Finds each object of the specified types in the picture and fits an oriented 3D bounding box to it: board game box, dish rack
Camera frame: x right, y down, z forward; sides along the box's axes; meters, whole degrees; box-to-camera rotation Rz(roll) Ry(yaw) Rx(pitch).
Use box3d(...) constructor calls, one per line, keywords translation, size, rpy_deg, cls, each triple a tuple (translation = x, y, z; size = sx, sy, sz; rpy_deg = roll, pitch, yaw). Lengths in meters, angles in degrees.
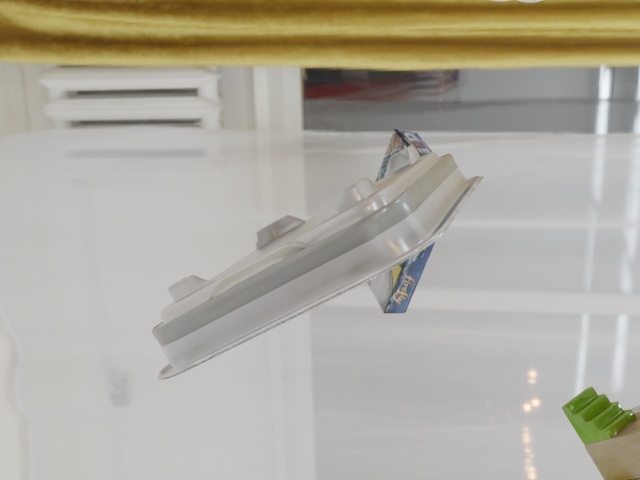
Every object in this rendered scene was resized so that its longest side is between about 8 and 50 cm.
box3d(translation=(0.125, -0.030, 1.226), size=(0.165, 0.042, 0.243), rpy_deg=(-117, -142, -48), cls="board game box")
box3d(translation=(0.000, 0.000, 0.734), size=(0.072, 0.285, 0.333), rpy_deg=(61, 22, -4), cls="dish rack")

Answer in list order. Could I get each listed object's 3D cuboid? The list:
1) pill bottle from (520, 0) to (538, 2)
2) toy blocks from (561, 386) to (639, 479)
box3d(translation=(0.125, -0.230, 0.577), size=(0.152, 0.086, 0.086), rpy_deg=(-120, -160, -54), cls="pill bottle")
box3d(translation=(0.447, 0.287, 0.758), size=(0.381, 0.191, 0.261), rpy_deg=(61, -30, 10), cls="toy blocks")
